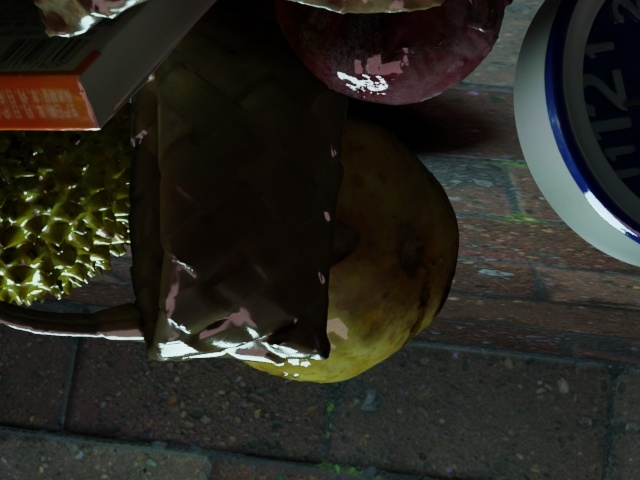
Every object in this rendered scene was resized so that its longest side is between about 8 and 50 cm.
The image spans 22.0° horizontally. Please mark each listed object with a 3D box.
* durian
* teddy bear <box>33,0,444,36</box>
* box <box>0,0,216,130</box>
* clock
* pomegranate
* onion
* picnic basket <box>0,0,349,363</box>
[{"bbox_3d":[-0.293,-0.082,1.514,0.293,0.258,0.258,35,-174,37],"label":"durian"},{"bbox_3d":[-0.082,-0.232,0.891,0.296,0.222,0.246,-11,-162,-23],"label":"teddy bear"},{"bbox_3d":[-0.205,-0.159,1.123,0.273,0.265,0.048,2,127,28],"label":"box"},{"bbox_3d":[0.247,-0.096,1.105,0.230,0.230,0.083,11,172,-14],"label":"clock"},{"bbox_3d":[0.000,0.000,1.651,0.281,0.281,0.281,8,168,2],"label":"pomegranate"},{"bbox_3d":[0.050,-0.163,1.121,0.159,0.159,0.195,7,174,7],"label":"onion"},{"bbox_3d":[-0.157,-0.058,1.254,0.337,0.293,0.337,3,-160,-1],"label":"picnic basket"}]
